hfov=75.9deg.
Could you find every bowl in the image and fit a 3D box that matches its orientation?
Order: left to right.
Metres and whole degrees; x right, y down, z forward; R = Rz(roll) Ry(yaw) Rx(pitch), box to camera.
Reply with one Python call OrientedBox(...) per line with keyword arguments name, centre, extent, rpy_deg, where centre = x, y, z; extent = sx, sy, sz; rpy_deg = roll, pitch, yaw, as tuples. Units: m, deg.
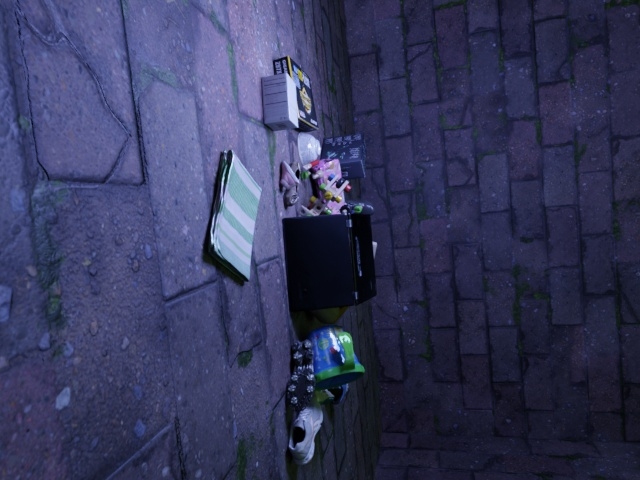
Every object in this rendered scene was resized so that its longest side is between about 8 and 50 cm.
OrientedBox(name="bowl", centre=(-0.048, -0.447, 1.997), extent=(0.170, 0.080, 0.169), rpy_deg=(-5, 90, -75))

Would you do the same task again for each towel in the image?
OrientedBox(name="towel", centre=(-0.243, -0.070, 1.213), extent=(0.248, 0.038, 0.324), rpy_deg=(59, 30, -62))

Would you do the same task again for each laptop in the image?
OrientedBox(name="laptop", centre=(0.056, 0.082, 1.762), extent=(0.408, 0.237, 0.381), rpy_deg=(-6, 92, -63))

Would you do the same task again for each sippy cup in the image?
OrientedBox(name="sippy cup", centre=(0.043, 0.486, 1.736), extent=(0.240, 0.306, 0.223), rpy_deg=(29, 37, -52))

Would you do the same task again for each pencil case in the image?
OrientedBox(name="pencil case", centre=(0.047, -0.230, 2.145), extent=(0.160, 0.167, 0.385), rpy_deg=(-146, -137, -64))

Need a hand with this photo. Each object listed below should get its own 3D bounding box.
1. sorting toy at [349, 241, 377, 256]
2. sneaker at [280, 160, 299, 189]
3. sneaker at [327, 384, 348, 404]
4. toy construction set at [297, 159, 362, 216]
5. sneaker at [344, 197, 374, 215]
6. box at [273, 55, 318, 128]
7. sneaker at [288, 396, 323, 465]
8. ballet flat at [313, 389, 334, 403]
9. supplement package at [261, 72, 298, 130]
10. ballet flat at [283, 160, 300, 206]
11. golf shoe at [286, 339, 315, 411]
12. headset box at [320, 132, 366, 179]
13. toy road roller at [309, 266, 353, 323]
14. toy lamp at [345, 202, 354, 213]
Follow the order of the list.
OrientedBox(name="sorting toy", centre=(0.132, 0.107, 2.083), extent=(0.089, 0.256, 0.256), rpy_deg=(-32, 134, -59))
OrientedBox(name="sneaker", centre=(-0.142, -0.261, 1.658), extent=(0.134, 0.070, 0.051), rpy_deg=(60, 10, 30))
OrientedBox(name="sneaker", centre=(0.077, 0.664, 2.040), extent=(0.147, 0.130, 0.329), rpy_deg=(-54, 138, -72))
OrientedBox(name="toy construction set", centre=(-0.010, -0.200, 1.865), extent=(0.308, 0.258, 0.237), rpy_deg=(62, 32, -8))
OrientedBox(name="sneaker", centre=(0.169, -0.191, 2.378), extent=(0.130, 0.287, 0.108), rpy_deg=(-28, 127, -69))
OrientedBox(name="box", centre=(-0.102, -0.635, 1.822), extent=(0.322, 0.080, 0.256), rpy_deg=(-21, 100, -74))
OrientedBox(name="sneaker", centre=(-0.059, 0.705, 1.575), extent=(0.262, 0.100, 0.120), rpy_deg=(-78, 154, -51))
OrientedBox(name="ballet flat", centre=(0.000, 0.697, 1.848), extent=(0.248, 0.086, 0.086), rpy_deg=(47, 41, -66))
OrientedBox(name="supplement package", centre=(-0.153, -0.523, 1.561), extent=(0.105, 0.105, 0.179), rpy_deg=(7, 79, -74))
OrientedBox(name="ballet flat", centre=(-0.108, -0.243, 1.743), extent=(0.084, 0.058, 0.249), rpy_deg=(70, 21, -48))
OrientedBox(name="golf shoe", centre=(-0.064, 0.528, 1.594), extent=(0.120, 0.106, 0.272), rpy_deg=(82, 12, -55))
OrientedBox(name="headset box", centre=(0.136, -0.476, 2.377), extent=(0.131, 0.247, 0.282), rpy_deg=(69, 21, -46))
OrientedBox(name="toy road roller", centre=(0.035, 0.205, 1.945), extent=(0.329, 0.241, 0.202), rpy_deg=(-50, 133, -16))
OrientedBox(name="toy lamp", centre=(0.108, -0.226, 2.289), extent=(0.274, 0.080, 0.080), rpy_deg=(50, -5, 30))
